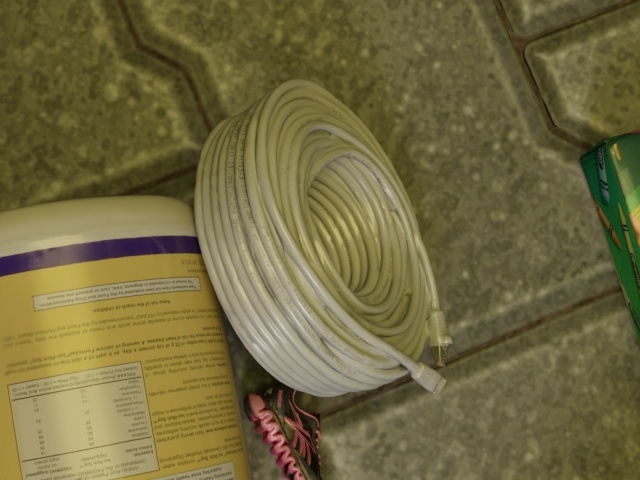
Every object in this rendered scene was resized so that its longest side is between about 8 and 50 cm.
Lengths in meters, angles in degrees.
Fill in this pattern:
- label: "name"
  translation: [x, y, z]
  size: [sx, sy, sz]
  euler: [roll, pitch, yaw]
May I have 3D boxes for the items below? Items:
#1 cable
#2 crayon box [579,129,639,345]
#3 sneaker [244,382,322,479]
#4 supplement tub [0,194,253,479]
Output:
- label: "cable"
  translation: [0.000, 0.000, 1.052]
  size: [0.089, 0.257, 0.257]
  euler: [-22, 63, 29]
- label: "crayon box"
  translation: [0.364, 0.025, 1.166]
  size: [0.165, 0.081, 0.279]
  euler: [-16, 84, -9]
- label: "sneaker"
  translation: [-0.016, 0.177, 1.120]
  size: [0.057, 0.047, 0.119]
  euler: [-29, 87, -22]
- label: "supplement tub"
  translation: [-0.181, 0.148, 1.001]
  size: [0.241, 0.241, 0.331]
  euler: [-10, 83, -8]
